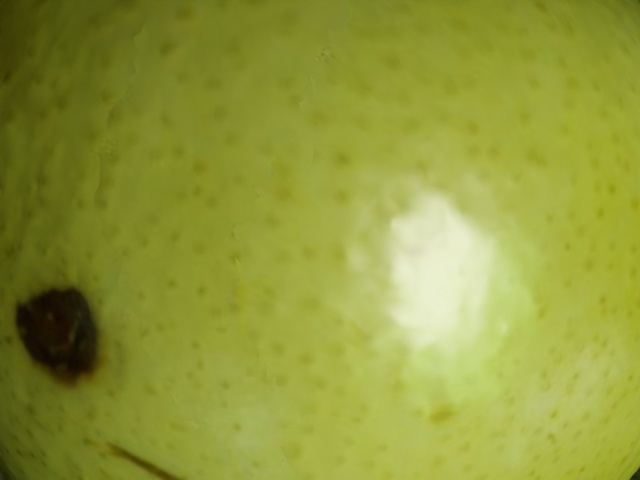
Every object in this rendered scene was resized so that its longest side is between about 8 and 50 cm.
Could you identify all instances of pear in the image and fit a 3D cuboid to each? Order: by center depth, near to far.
[{"bbox_3d":[0.000,0.000,0.626,0.348,0.348,0.348,-25,131,-33],"label":"pear"}]
